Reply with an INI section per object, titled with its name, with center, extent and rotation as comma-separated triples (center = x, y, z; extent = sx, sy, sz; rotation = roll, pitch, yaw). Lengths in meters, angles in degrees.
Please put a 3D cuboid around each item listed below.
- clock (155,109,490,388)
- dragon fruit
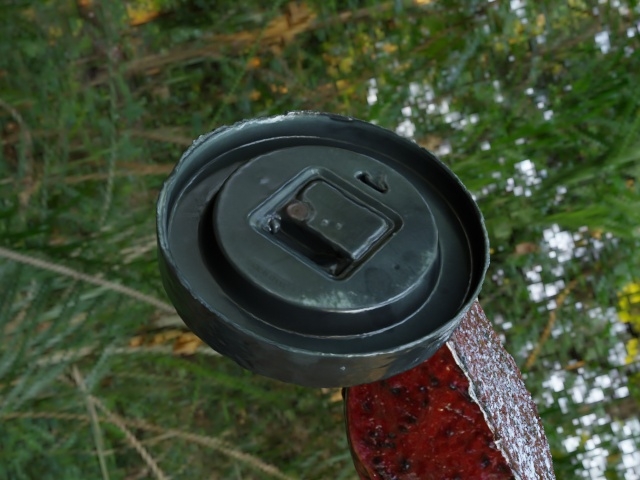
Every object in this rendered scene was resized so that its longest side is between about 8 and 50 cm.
[clock]
center = 0.000, 0.000, 0.913
extent = 0.055, 0.280, 0.281
rotation = 102, -23, -47
[dragon fruit]
center = 0.116, 0.168, 1.062
extent = 0.317, 0.152, 0.205
rotation = 63, 20, -8
